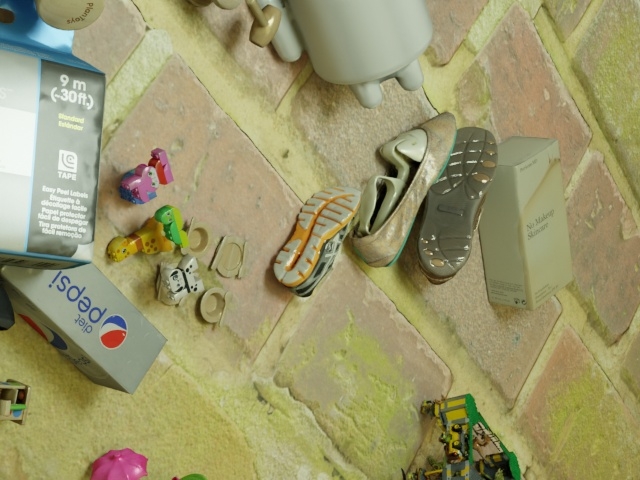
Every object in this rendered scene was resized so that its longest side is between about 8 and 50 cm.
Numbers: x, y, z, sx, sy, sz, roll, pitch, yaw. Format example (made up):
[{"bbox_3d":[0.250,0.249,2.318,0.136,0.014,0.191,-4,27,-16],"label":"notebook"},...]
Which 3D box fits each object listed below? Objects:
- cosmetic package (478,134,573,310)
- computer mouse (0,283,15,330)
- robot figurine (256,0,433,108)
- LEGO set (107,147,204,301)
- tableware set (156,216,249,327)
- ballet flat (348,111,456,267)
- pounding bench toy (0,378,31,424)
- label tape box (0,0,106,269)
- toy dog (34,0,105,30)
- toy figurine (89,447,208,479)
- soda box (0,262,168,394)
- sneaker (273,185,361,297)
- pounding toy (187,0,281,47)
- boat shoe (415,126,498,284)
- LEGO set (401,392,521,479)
[{"bbox_3d":[0.402,-0.036,2.248,0.160,0.113,0.309,-32,121,-39],"label":"cosmetic package"},{"bbox_3d":[-0.464,0.048,1.318,0.272,0.188,0.072,26,67,-56],"label":"computer mouse"},{"bbox_3d":[0.049,-0.381,1.736,0.300,0.200,0.353,-25,122,-4],"label":"robot figurine"},{"bbox_3d":[-0.248,-0.014,1.580,0.093,0.087,0.227,-33,125,-31],"label":"LEGO set"},{"bbox_3d":[-0.175,0.046,1.715,0.169,0.020,0.141,29,77,-46],"label":"tableware set"},{"bbox_3d":[0.140,-0.107,1.965,0.106,0.107,0.316,33,72,-31],"label":"ballet flat"},{"bbox_3d":[-0.402,0.210,1.457,0.065,0.083,0.052,11,90,-47],"label":"pounding bench toy"},{"bbox_3d":[-0.385,-0.152,1.314,0.249,0.115,0.347,9,81,-37],"label":"label tape box"},{"bbox_3d":[-0.367,-0.372,1.299,0.334,0.220,0.161,-6,143,-53],"label":"toy dog"},{"bbox_3d":[-0.273,0.373,1.635,0.173,0.130,0.159,-47,118,1],"label":"toy figurine"},{"bbox_3d":[-0.332,0.084,1.501,0.098,0.091,0.286,-59,134,-24],"label":"soda box"},{"bbox_3d":[0.000,0.000,1.858,0.215,0.084,0.083,-53,145,-21],"label":"sneaker"},{"bbox_3d":[-0.119,-0.406,1.582,0.269,0.155,0.154,41,73,-43],"label":"pounding toy"},{"bbox_3d":[0.243,-0.064,2.088,0.116,0.123,0.324,91,20,-63],"label":"boat shoe"},{"bbox_3d":[0.246,0.460,2.177,0.331,0.192,0.255,47,34,-45],"label":"LEGO set"}]
